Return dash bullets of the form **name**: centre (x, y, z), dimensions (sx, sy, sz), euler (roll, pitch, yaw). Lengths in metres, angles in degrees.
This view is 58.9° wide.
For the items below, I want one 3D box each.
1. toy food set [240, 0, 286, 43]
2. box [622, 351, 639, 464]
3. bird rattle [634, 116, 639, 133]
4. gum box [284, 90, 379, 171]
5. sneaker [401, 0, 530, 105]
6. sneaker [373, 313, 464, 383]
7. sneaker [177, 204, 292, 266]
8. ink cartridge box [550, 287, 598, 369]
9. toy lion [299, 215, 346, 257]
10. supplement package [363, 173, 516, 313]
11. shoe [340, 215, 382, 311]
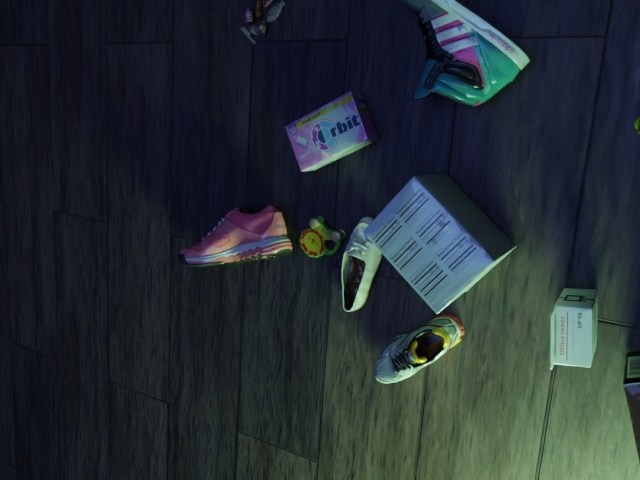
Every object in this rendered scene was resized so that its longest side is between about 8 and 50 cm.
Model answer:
- **toy food set**: centre (-0.138, -0.517, 1.296), dimensions (0.078, 0.019, 0.122), euler (50, 118, 13)
- **box**: centre (0.602, 0.295, 0.918), dimensions (0.167, 0.168, 0.203), euler (-12, 92, 30)
- **bird rattle**: centre (0.631, -0.214, 0.874), dimensions (0.253, 0.143, 0.207), euler (-41, 89, 15)
- **gum box**: centre (0.019, -0.230, 1.227), dimensions (0.188, 0.062, 0.107), euler (-22, 87, 30)
- **sneaker**: centre (0.215, -0.352, 1.060), dimensions (0.295, 0.124, 0.178), euler (40, 108, 11)
- **sneaker**: centre (0.191, 0.231, 1.187), dimensions (0.225, 0.093, 0.088), euler (-44, 76, 28)
- **sneaker**: centre (-0.212, -0.010, 1.386), dimensions (0.314, 0.116, 0.136), euler (-10, 83, 24)
- **ink cartridge box**: centre (0.441, 0.152, 0.980), dimensions (0.060, 0.180, 0.104), euler (2, 99, 30)
- **toy lion**: centre (0.000, 0.000, 1.298), dimensions (0.100, 0.034, 0.096), euler (31, 119, 22)
- **supplement package**: centre (0.228, -0.003, 1.069), dimensions (0.203, 0.194, 0.149), euler (49, 117, 15)
- **shoe**: centre (0.087, 0.055, 1.238), dimensions (0.076, 0.058, 0.219), euler (17, 106, 27)
